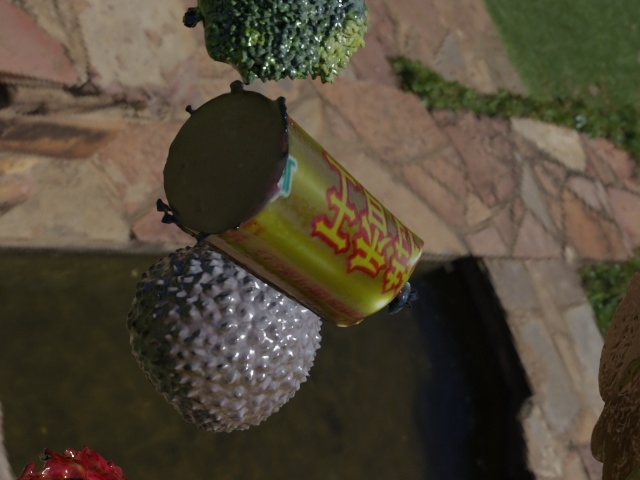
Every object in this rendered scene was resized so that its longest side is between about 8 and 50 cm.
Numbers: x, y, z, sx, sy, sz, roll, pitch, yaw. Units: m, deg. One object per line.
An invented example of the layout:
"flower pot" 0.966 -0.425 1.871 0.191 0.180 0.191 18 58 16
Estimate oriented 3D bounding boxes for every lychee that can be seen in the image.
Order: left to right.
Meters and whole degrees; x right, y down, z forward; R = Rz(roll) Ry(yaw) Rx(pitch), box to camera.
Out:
"lychee" -0.137 0.132 1.632 0.300 0.300 0.300 31 44 -35

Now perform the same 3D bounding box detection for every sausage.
"sausage" -0.001 0.002 0.949 0.317 0.117 0.125 39 78 -49

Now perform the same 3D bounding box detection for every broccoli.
"broccoli" -0.050 -0.255 1.160 0.198 0.226 0.176 -1 104 -28

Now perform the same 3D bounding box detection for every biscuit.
"biscuit" 0.282 0.121 0.968 0.036 0.166 0.225 17 41 -4

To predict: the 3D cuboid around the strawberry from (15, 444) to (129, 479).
"strawberry" -0.164 0.294 0.878 0.234 0.178 0.234 16 90 -70
